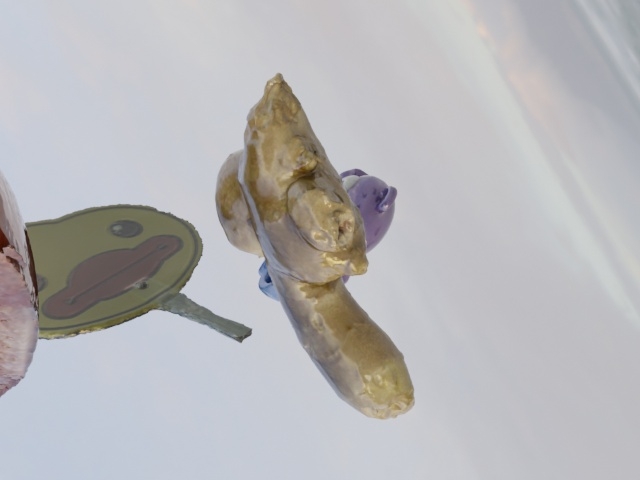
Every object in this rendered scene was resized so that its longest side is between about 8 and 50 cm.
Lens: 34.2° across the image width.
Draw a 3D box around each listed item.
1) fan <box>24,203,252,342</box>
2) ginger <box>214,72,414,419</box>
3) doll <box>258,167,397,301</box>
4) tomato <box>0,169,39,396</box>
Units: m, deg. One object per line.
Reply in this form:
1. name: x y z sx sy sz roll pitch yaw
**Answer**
1. fan: -0.195 0.038 1.013 0.229 0.335 0.011 -35 -47 -38
2. ginger: 0.000 0.016 0.625 0.214 0.059 0.133 60 153 0
3. doll: 0.000 0.000 0.838 0.067 0.206 0.110 33 -125 -17
4. tomato: -0.312 -0.015 0.589 0.338 0.338 0.143 37 -139 -49
